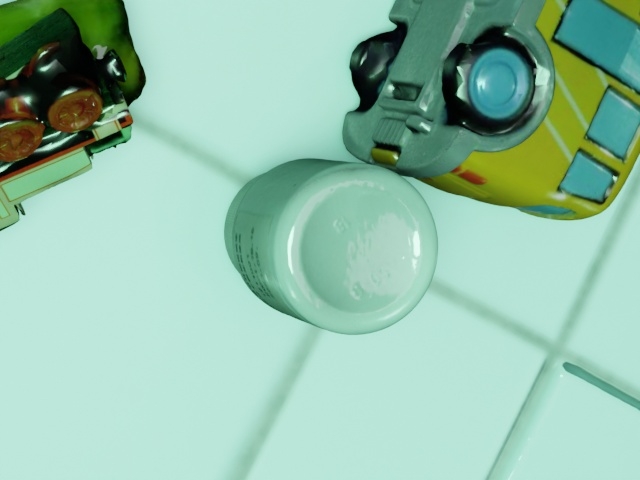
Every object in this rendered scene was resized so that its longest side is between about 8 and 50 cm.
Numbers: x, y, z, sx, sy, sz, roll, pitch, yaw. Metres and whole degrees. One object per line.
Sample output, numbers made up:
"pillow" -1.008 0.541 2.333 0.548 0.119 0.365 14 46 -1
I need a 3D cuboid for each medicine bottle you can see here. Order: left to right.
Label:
"medicine bottle" 0.000 0.000 0.920 0.080 0.130 0.080 -1 94 -16

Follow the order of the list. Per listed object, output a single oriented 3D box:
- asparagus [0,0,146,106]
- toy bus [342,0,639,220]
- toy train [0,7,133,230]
"asparagus" -0.222 -0.069 0.885 0.277 0.060 0.067 -9 136 -17
"toy bus" 0.114 -0.111 0.955 0.136 0.126 0.209 25 86 -26
"toy train" -0.198 -0.018 0.863 0.249 0.053 0.085 -28 143 -2
